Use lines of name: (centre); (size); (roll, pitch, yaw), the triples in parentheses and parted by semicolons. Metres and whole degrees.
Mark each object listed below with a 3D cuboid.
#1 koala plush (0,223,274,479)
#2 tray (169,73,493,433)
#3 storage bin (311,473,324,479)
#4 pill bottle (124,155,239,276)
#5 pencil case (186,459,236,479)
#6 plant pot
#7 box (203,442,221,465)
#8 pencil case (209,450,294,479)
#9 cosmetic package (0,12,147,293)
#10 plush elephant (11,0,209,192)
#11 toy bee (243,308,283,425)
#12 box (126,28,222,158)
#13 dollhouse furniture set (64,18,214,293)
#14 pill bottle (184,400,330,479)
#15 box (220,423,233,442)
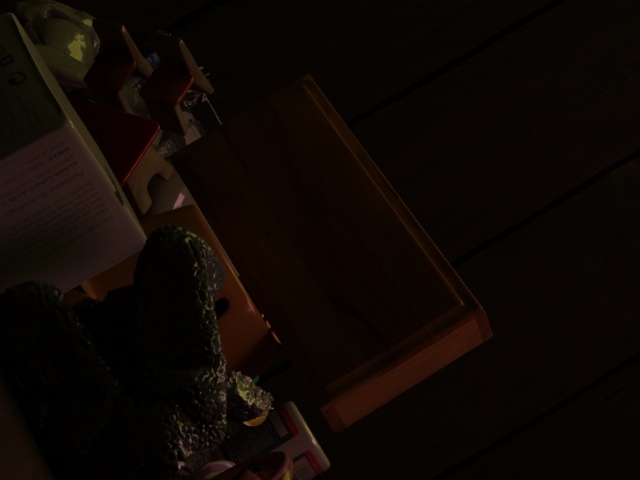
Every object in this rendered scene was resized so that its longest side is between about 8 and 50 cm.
koala plush: (-0.144, 0.134, 1.125); (0.221, 0.196, 0.203); (71, -1, -68)
tray: (0.000, 0.000, 1.514); (0.411, 0.203, 0.076); (56, -4, 34)
storage bin: (-0.047, 0.435, 2.090); (0.084, 0.122, 0.180); (85, -9, -46)
pill bottle: (-0.195, -0.028, 1.834); (0.181, 0.181, 0.323); (60, -18, -9)
pencil case: (-0.103, 0.343, 1.563); (0.086, 0.088, 0.206); (64, -7, -31)
plant pot: (-0.181, 0.092, 1.492); (0.291, 0.203, 0.291); (58, -4, 6)
box: (-0.191, 0.279, 1.932); (0.232, 0.058, 0.087); (56, -5, 39)
pencil case: (-0.011, 0.402, 1.334); (0.386, 0.167, 0.160); (59, 28, -7)
cosmetic package: (-0.265, -0.057, 1.108); (0.151, 0.151, 0.184); (58, -5, 34)
plush elephant: (-0.348, -0.181, 1.767); (0.255, 0.330, 0.272); (41, 10, -22)
toy bee: (-0.100, 0.149, 1.716); (0.162, 0.298, 0.195); (-38, 119, -58)
box: (-0.313, -0.148, 2.059); (0.242, 0.307, 0.076); (61, -9, -22)
dollhouse furniture set: (-0.280, -0.115, 1.328); (0.259, 0.262, 0.135); (17, -25, 28)
pill bottle: (-0.088, 0.308, 1.782); (0.108, 0.180, 0.108); (59, -5, 7)
box: (-0.212, 0.311, 2.367); (0.175, 0.051, 0.220); (60, -5, -15)
